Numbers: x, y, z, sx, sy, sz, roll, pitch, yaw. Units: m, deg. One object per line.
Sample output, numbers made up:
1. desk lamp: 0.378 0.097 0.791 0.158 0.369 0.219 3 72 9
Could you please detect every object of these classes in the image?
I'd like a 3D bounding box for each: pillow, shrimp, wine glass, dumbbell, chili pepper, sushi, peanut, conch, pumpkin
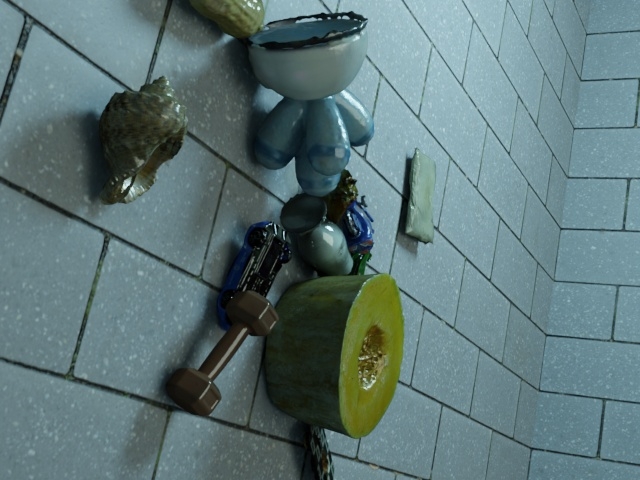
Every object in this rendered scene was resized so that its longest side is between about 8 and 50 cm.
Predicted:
1. pillow: 0.262 -0.113 2.355 0.148 0.050 0.229 22 70 -64
2. shrimp: 0.040 -0.090 1.838 0.051 0.217 0.115 -7 93 -16
3. wine glass: 0.000 0.000 1.837 0.222 0.103 0.103 57 45 -54
4. dumbbell: -0.164 0.188 1.543 0.231 0.082 0.092 -53 140 -25
5. chili pepper: 0.076 0.117 2.027 0.122 0.065 0.278 37 57 -52
6. sushi: -0.011 0.454 1.936 0.139 0.031 0.201 -74 153 -64
7. peanut: -0.160 -0.402 1.528 0.214 0.099 0.090 28 76 -62
8. conch: -0.259 -0.142 1.341 0.155 0.130 0.207 17 92 -47
9. pumpkin: 0.026 0.216 1.839 0.332 0.199 0.332 -32 128 -55

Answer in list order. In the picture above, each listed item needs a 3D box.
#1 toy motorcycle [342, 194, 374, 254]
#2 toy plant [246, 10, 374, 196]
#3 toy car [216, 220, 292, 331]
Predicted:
1. toy motorcycle: 0.080 -0.031 1.970 0.205 0.076 0.114 -68 137 -75
2. toy plant: -0.011 -0.241 1.694 0.247 0.247 0.332 -42 132 -52
3. toy car: -0.129 0.066 1.660 0.103 0.063 0.216 36 77 -51
